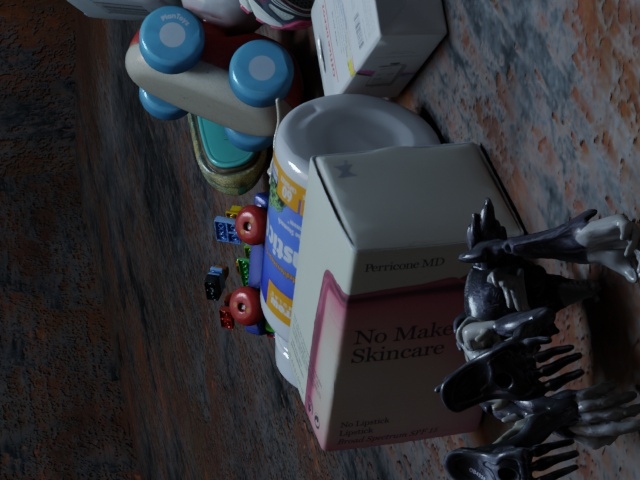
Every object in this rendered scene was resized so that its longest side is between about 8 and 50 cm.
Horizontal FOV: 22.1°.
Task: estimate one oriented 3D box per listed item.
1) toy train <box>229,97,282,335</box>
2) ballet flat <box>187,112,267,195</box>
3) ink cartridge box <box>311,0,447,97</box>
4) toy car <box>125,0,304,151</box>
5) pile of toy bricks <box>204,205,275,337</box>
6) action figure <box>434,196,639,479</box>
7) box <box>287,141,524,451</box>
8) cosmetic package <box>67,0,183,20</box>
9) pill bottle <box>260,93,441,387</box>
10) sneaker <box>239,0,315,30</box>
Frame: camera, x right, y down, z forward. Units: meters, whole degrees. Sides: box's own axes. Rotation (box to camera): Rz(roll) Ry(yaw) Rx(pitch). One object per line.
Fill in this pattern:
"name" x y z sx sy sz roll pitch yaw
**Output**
"toy train" -0.004 -0.015 1.693 0.143 0.105 0.248 13 104 35
"ballet flat" -0.137 -0.215 2.153 0.123 0.123 0.348 114 148 -62
"ink cartridge box" 0.049 -0.203 1.512 0.198 0.067 0.115 133 131 -69
"toy car" -0.096 -0.259 1.921 0.219 0.210 0.238 113 178 -76
"pile of toy bricks" -0.074 0.016 2.030 0.105 0.118 0.212 -64 -23 -46
"action figure" 0.152 0.068 1.091 0.275 0.141 0.164 -62 -34 -67
"box" 0.065 0.049 1.375 0.127 0.148 0.232 -112 22 -46
"cosmetic package" -0.222 -0.477 2.030 0.217 0.156 0.385 21 -105 -83
"pill bottle" 0.022 0.014 1.523 0.152 0.152 0.272 -112 23 -48
"sneaker" -0.057 -0.375 1.783 0.112 0.121 0.299 -15 88 44
